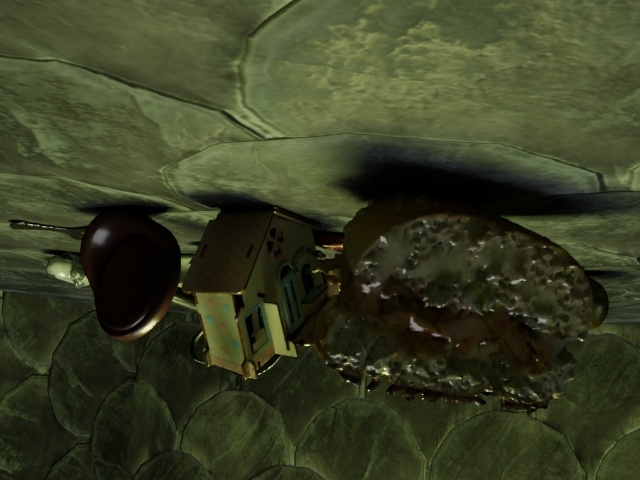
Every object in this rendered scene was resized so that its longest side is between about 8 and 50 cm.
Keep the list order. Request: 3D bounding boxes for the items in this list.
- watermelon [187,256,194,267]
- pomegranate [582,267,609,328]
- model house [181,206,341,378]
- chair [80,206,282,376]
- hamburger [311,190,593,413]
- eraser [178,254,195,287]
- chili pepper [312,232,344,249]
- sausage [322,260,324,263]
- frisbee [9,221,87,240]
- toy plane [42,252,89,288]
[{"bbox_3d":[-0.164,0.043,1.669,0.241,0.094,0.154,-8,156,43],"label":"watermelon"},{"bbox_3d":[0.567,0.124,1.750,0.152,0.131,0.191,1,149,45],"label":"pomegranate"},{"bbox_3d":[-0.085,0.051,1.324,0.169,0.244,0.326,-1,-157,33],"label":"model house"},{"bbox_3d":[-0.256,0.107,1.442,0.226,0.226,0.401,-5,157,40],"label":"chair"},{"bbox_3d":[0.167,0.068,1.128,0.445,0.268,0.287,12,-170,-32],"label":"hamburger"},{"bbox_3d":[-0.238,0.093,1.931,0.274,0.092,0.210,0,170,11],"label":"eraser"},{"bbox_3d":[0.000,0.000,1.473,0.178,0.027,0.045,3,166,0],"label":"chili pepper"},{"bbox_3d":[0.065,0.069,1.845,0.223,0.029,0.029,6,170,-14],"label":"sausage"},{"bbox_3d":[-0.524,-0.015,1.624,0.211,0.012,0.187,2,171,2],"label":"frisbee"},{"bbox_3d":[-0.638,0.075,1.997,0.174,0.080,0.174,21,179,1],"label":"toy plane"}]
